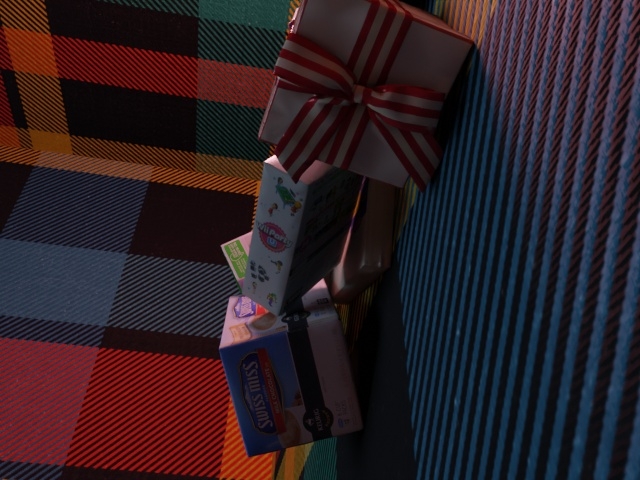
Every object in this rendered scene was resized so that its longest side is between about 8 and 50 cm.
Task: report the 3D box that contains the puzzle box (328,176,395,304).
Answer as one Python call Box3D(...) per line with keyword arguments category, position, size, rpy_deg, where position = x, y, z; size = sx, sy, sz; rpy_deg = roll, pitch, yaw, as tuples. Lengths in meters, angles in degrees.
Box3D(category="puzzle box", position=(0.082, -0.028, 1.259), size=(0.409, 0.052, 0.272), rpy_deg=(120, 157, -73))

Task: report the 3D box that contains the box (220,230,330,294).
Box3D(category="box", position=(-0.097, 0.076, 1.484), size=(0.127, 0.231, 0.262), rpy_deg=(59, 167, 34))

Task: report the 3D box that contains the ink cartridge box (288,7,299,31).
Box3D(category="ink cartridge box", position=(-0.014, -0.320, 1.114), size=(0.208, 0.045, 0.206), rpy_deg=(-84, -15, -61))

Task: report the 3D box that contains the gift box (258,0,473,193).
Box3D(category="gift box", position=(0.056, -0.220, 0.869), size=(0.258, 0.255, 0.276), rpy_deg=(-92, 17, -62))

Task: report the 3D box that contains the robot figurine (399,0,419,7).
Box3D(category="robot figurine", position=(0.092, -0.443, 1.098), size=(0.278, 0.173, 0.209), rpy_deg=(105, 170, -51))

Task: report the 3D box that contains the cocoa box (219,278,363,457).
Box3D(category="cocoa box", position=(-0.066, 0.238, 1.225), size=(0.347, 0.228, 0.231), rpy_deg=(-117, 15, -78))

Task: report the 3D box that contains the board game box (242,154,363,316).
Box3D(category="board game box", position=(-0.025, -0.039, 1.105), size=(0.224, 0.097, 0.303), rpy_deg=(-40, -27, -47))
